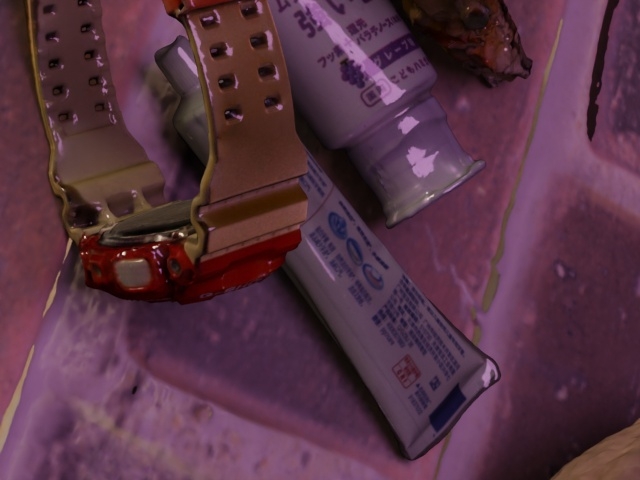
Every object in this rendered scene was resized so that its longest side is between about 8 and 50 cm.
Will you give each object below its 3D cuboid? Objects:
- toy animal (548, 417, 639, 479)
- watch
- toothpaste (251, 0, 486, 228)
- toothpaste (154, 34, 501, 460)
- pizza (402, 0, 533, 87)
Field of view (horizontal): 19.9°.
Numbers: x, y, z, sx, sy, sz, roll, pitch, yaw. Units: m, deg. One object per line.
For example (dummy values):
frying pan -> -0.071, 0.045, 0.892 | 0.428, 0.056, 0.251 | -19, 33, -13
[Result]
toy animal -> 0.180, 0.234, 0.968 | 0.226, 0.188, 0.358 | 51, 56, -28
watch -> -0.082, -0.102, 0.860 | 0.102, 0.165, 0.268 | -19, 113, -35
toothpaste -> -0.018, -0.147, 0.991 | 0.114, 0.073, 0.299 | -35, 93, -35
toothpaste -> 0.000, -0.001, 0.980 | 0.268, 0.047, 0.069 | 52, 39, -17
pizza -> 0.065, -0.148, 1.032 | 0.052, 0.185, 0.195 | -35, 132, 7
